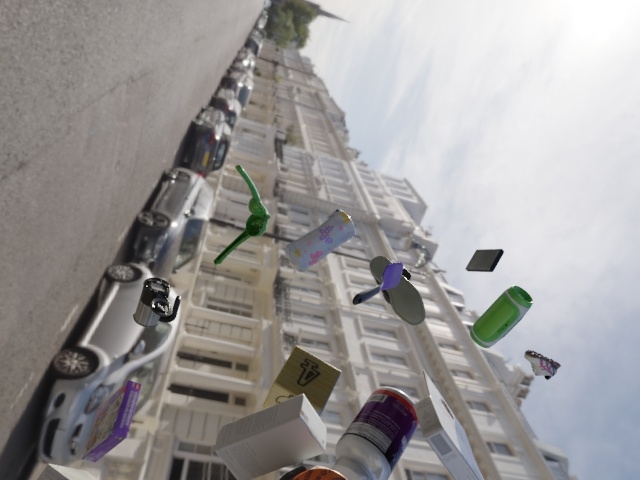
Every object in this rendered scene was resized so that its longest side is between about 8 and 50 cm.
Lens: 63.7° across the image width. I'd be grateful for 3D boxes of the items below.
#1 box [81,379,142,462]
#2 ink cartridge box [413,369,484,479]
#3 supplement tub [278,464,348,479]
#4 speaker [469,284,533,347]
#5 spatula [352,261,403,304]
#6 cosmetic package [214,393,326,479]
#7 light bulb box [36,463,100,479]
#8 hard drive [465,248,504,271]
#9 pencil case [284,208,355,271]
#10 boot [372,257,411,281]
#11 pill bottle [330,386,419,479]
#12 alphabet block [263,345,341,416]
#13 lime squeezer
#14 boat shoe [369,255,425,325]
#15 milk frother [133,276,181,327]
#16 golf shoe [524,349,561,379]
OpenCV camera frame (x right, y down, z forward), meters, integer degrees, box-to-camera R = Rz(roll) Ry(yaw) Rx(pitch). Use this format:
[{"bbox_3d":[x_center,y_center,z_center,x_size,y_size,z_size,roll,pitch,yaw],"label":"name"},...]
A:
[{"bbox_3d":[-0.755,0.656,1.862,0.293,0.057,0.201,-41,-147,36],"label":"box"},{"bbox_3d":[0.374,0.575,1.532,0.066,0.296,0.261,-31,-161,10],"label":"ink cartridge box"},{"bbox_3d":[-0.036,0.619,1.121,0.338,0.207,0.207,113,-14,-51],"label":"supplement tub"},{"bbox_3d":[0.782,0.334,2.237,0.296,0.131,0.131,-57,-160,29],"label":"speaker"},{"bbox_3d":[0.153,0.118,1.350,0.296,0.030,0.084,-22,131,-61],"label":"spatula"},{"bbox_3d":[-0.112,0.452,1.174,0.231,0.117,0.085,-25,-161,13],"label":"cosmetic package"},{"bbox_3d":[-0.668,0.866,1.383,0.361,0.358,0.225,-61,158,-23],"label":"light bulb box"},{"bbox_3d":[0.598,0.073,1.877,0.094,0.022,0.135,-55,-163,-15],"label":"hard drive"},{"bbox_3d":[0.000,0.000,1.892,0.113,0.273,0.124,37,-23,43],"label":"pencil case"},{"bbox_3d":[0.353,0.130,2.459,0.077,0.198,0.137,-63,162,11],"label":"boot"},{"bbox_3d":[0.168,0.617,1.586,0.323,0.181,0.181,-41,163,-44],"label":"pill bottle"},{"bbox_3d":[-0.066,0.540,1.876,0.193,0.197,0.192,-55,171,-48],"label":"alphabet block"},{"bbox_3d":[-0.165,-0.060,1.157,0.310,0.110,0.059,114,-30,-46],"label":"lime squeezer"},{"bbox_3d":[0.283,0.186,1.851,0.302,0.114,0.091,63,2,31],"label":"boat shoe"},{"bbox_3d":[-0.503,0.210,1.553,0.143,0.129,0.135,-61,176,-66],"label":"milk frother"},{"bbox_3d":[0.821,0.468,1.921,0.086,0.186,0.067,-61,-154,2],"label":"golf shoe"}]
